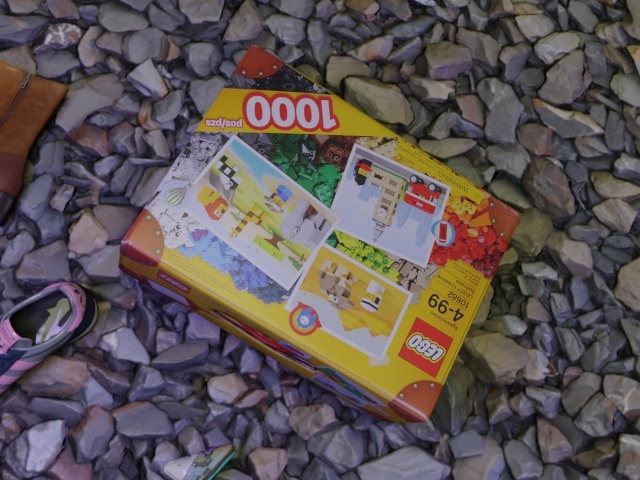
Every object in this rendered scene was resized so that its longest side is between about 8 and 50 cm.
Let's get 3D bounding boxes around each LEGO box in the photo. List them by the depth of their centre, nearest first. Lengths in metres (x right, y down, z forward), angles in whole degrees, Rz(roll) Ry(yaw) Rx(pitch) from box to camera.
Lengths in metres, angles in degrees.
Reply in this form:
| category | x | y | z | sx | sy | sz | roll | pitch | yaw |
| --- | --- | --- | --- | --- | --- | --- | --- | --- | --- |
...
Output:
| category | x | y | z | sx | sy | sz | roll | pitch | yaw |
| --- | --- | --- | --- | --- | --- | --- | --- | --- | --- |
| LEGO box | 0.000 | 0.000 | 1.203 | 0.500 | 0.193 | 0.372 | 31 | 71 | -7 |

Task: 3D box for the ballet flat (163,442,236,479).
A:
| category | x | y | z | sx | sy | sz | roll | pitch | yaw |
| --- | --- | --- | --- | --- | --- | --- | --- | --- | --- |
| ballet flat | -0.221 | 0.385 | 1.155 | 0.079 | 0.077 | 0.221 | 35 | 76 | 7 |

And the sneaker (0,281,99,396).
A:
| category | x | y | z | sx | sy | sz | roll | pitch | yaw |
| --- | --- | --- | --- | --- | --- | --- | --- | --- | --- |
| sneaker | -0.489 | 0.165 | 1.154 | 0.319 | 0.131 | 0.112 | -40 | 82 | -17 |

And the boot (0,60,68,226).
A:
| category | x | y | z | sx | sy | sz | roll | pitch | yaw |
| --- | --- | --- | --- | --- | --- | --- | --- | --- | --- |
| boot | -0.597 | -0.192 | 1.271 | 0.264 | 0.096 | 0.280 | 16 | 71 | -2 |
